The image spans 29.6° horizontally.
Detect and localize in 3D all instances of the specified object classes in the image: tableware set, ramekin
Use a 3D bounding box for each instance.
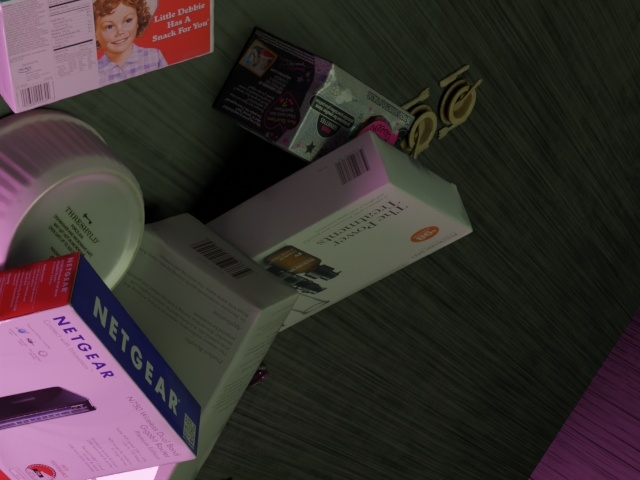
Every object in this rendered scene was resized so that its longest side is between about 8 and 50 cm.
[{"bbox_3d":[0.214,-0.218,2.143,0.194,0.039,0.128,-35,140,-30],"label":"tableware set"},{"bbox_3d":[-0.342,-0.018,1.516,0.273,0.127,0.273,-31,138,-33],"label":"ramekin"}]

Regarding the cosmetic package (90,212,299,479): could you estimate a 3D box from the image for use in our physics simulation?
[{"bbox_3d":[-0.223,0.184,1.689,0.385,0.217,0.156,-59,167,18],"label":"cosmetic package"}]

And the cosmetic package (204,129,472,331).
[{"bbox_3d":[0.000,0.000,1.821,0.377,0.097,0.284,-29,156,22],"label":"cosmetic package"}]

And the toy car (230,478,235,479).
[{"bbox_3d":[-0.242,0.503,2.120,0.239,0.053,0.225,-52,146,-10],"label":"toy car"}]

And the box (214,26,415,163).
[{"bbox_3d":[-0.004,-0.184,1.780,0.247,0.163,0.142,21,98,-56],"label":"box"}]

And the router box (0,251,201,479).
[{"bbox_3d":[-0.353,0.176,1.492,0.335,0.301,0.082,60,23,-43],"label":"router box"}]

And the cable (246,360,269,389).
[{"bbox_3d":[-0.194,0.230,1.981,0.287,0.072,0.139,-35,140,-13],"label":"cable"}]

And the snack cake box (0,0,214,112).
[{"bbox_3d":[-0.257,-0.266,1.407,0.264,0.089,0.152,-21,138,-26],"label":"snack cake box"}]
